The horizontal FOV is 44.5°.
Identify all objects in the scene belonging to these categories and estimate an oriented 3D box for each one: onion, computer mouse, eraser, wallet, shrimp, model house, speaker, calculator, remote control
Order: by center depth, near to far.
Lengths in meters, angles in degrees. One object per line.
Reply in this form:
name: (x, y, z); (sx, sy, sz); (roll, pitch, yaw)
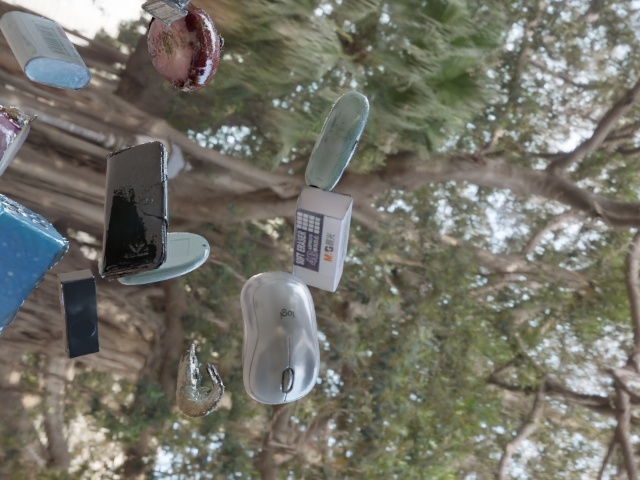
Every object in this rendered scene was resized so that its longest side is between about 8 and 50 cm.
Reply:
model house: (-0.664, 0.009, 1.448); (0.237, 0.303, 0.215); (-54, -142, -4)
onion: (-0.757, -0.148, 1.631); (0.348, 0.159, 0.267); (-56, -165, 6)
computer mouse: (-0.086, 0.214, 1.739); (0.121, 0.184, 0.296); (160, -70, -64)
wallet: (-0.424, -0.073, 1.786); (0.173, 0.045, 0.317); (-13, -115, 19)
model house: (-0.362, -0.617, 1.848); (0.188, 0.229, 0.122); (-46, -125, 10)
remote control: (0.040, -0.233, 1.861); (0.045, 0.098, 0.256); (-49, 161, -79)
speaker: (-0.585, 0.179, 1.892); (0.044, 0.082, 0.218); (42, -46, 50)
eraser: (0.000, 0.000, 1.942); (0.287, 0.130, 0.086); (97, 10, -49)
eraser: (-0.700, -0.483, 1.985); (0.227, 0.174, 0.081); (54, -56, 34)
calculator: (-0.437, 0.044, 2.042); (0.184, 0.295, 0.042); (-100, -179, -55)
onion: (-0.355, -0.514, 2.063); (0.248, 0.161, 0.247); (4, -82, 33)
shrimp: (-0.319, 0.366, 2.072); (0.047, 0.126, 0.223); (86, -2, -52)
